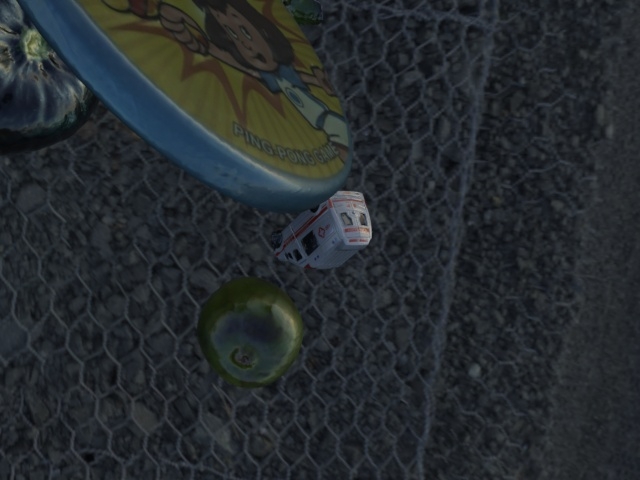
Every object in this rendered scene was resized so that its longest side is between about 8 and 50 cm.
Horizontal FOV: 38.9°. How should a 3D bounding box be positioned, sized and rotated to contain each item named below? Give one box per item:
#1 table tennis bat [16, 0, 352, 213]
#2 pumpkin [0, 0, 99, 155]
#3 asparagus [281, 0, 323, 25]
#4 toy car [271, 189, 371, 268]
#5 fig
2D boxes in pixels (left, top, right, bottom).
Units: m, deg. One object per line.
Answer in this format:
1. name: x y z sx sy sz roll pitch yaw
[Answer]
1. table tennis bat: -0.100 -0.148 0.450 0.044 0.215 0.329 -39 94 27
2. pumpkin: -0.466 -0.276 1.329 0.315 0.238 0.315 3 84 -36
3. asparagus: -0.164 -0.445 1.715 0.343 0.082 0.085 2 67 5
4. toy car: 0.000 0.000 1.537 0.089 0.210 0.108 -3 65 -38
5. fig: -0.131 0.164 1.757 0.203 0.225 0.203 0 117 0
